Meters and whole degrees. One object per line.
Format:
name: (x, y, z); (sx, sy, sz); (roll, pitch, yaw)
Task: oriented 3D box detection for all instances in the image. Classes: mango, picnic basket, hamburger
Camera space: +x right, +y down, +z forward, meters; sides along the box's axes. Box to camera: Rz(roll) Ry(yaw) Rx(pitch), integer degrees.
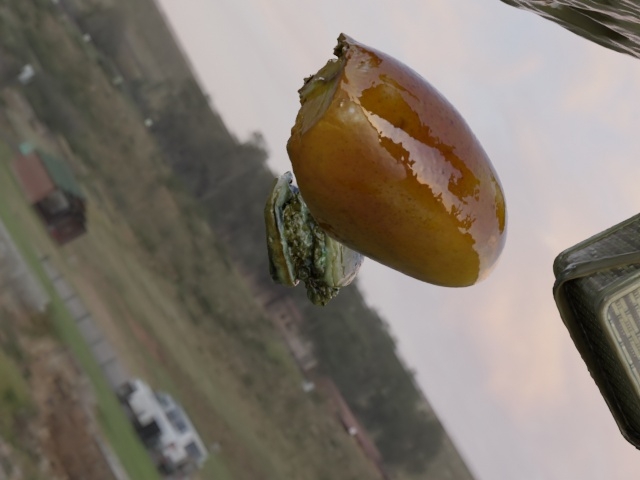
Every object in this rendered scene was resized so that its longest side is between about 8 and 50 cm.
mango: (0.066, -0.046, 1.220); (0.252, 0.153, 0.126); (49, 44, -33)
picnic basket: (0.214, 0.032, 0.774); (0.115, 0.164, 0.079); (61, -1, -15)
hamburger: (0.000, 0.000, 1.852); (0.159, 0.131, 0.185); (-76, 168, -64)

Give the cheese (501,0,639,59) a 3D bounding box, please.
cheese: (0.187, -0.189, 0.961); (0.326, 0.115, 0.318); (21, 1, -44)
